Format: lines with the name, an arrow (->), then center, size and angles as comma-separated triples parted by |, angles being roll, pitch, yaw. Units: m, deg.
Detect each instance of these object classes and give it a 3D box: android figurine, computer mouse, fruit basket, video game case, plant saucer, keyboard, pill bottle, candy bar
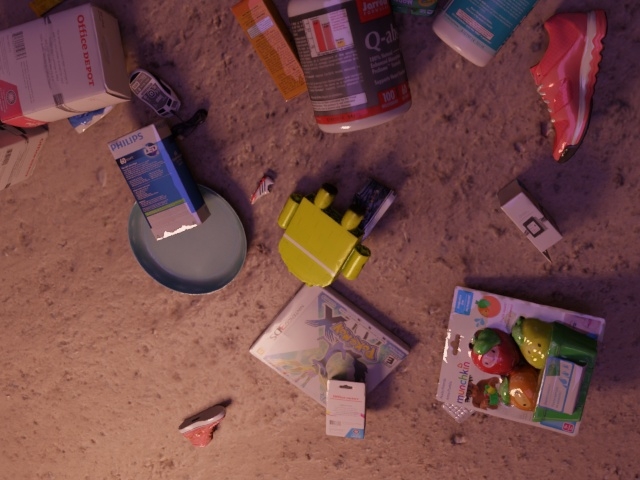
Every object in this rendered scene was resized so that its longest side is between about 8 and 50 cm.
android figurine -> 0.000, 0.000, 1.589 | 0.248, 0.056, 0.272 | 37, 125, 13
computer mouse -> -0.367, -0.333, 1.560 | 0.106, 0.042, 0.193 | -36, 108, 27
fruit basket -> 0.476, 0.300, 1.602 | 0.353, 0.165, 0.326 | 11, 108, 13
video game case -> 0.020, 0.291, 1.757 | 0.329, 0.036, 0.300 | 37, 115, -7
plant saucer -> -0.339, -0.009, 1.692 | 0.318, 0.043, 0.317 | 4, 113, 8
keyboard -> 0.432, 0.388, 1.734 | 0.072, 0.014, 0.256 | 40, 114, -8
pill bottle -> 0.353, -0.489, 1.299 | 0.146, 0.146, 0.264 | 36, 115, -6
pill bottle -> 0.051, -0.421, 1.349 | 0.210, 0.210, 0.362 | -11, 111, 15
candy bar -> -0.604, -0.565, 1.515 | 0.162, 0.018, 0.040 | -23, 110, 18

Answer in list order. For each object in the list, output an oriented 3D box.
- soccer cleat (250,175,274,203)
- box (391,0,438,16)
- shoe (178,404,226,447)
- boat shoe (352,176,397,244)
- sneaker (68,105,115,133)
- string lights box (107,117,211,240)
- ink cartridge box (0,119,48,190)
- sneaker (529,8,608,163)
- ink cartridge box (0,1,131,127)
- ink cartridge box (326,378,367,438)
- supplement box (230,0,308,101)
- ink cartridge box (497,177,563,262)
soccer cleat -> -0.143, -0.119, 1.616 | 0.036, 0.029, 0.083 | 32, 110, 0
box -> 0.198, -0.547, 1.345 | 0.105, 0.043, 0.179 | 10, 131, 6
shoe -> -0.327, 0.545, 1.920 | 0.178, 0.063, 0.081 | -28, 107, 26
boat shoe -> 0.102, -0.065, 1.580 | 0.083, 0.065, 0.183 | 36, 112, 3
sneaker -> -0.558, -0.329, 1.586 | 0.152, 0.058, 0.084 | -26, 115, 26
string lights box -> -0.384, -0.145, 1.577 | 0.133, 0.076, 0.259 | -18, 106, 16
ink cartridge box -> -0.784, -0.205, 1.595 | 0.093, 0.219, 0.160 | 34, 114, -2
sneaker -> 0.504, -0.322, 1.379 | 0.136, 0.116, 0.313 | 10, 108, 17
ink cartridge box -> -0.594, -0.392, 1.501 | 0.283, 0.117, 0.207 | -10, 89, 15
ink cartridge box -> 0.070, 0.434, 1.755 | 0.104, 0.061, 0.181 | 4, 114, 9
supplement box -> -0.099, -0.428, 1.448 | 0.080, 0.078, 0.233 | -28, 105, 20
ink cartridge box -> 0.483, -0.045, 1.489 | 0.060, 0.104, 0.180 | -41, 101, 22
